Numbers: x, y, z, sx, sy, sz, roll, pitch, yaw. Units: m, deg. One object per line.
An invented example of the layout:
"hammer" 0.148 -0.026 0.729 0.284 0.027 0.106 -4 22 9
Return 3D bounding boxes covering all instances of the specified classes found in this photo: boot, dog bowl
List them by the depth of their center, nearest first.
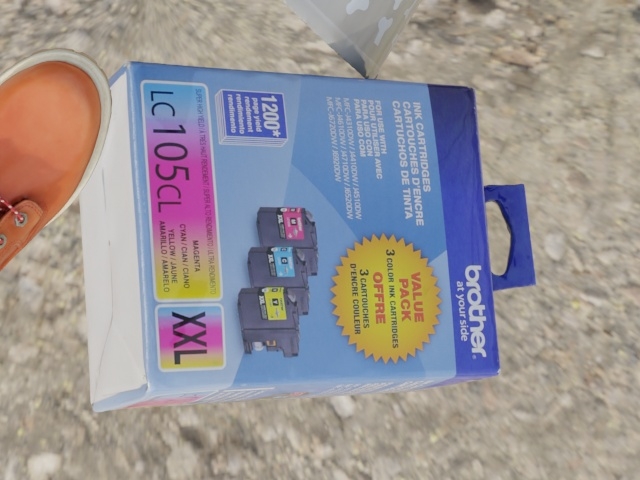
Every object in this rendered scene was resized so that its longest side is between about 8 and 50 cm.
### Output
"boot" -0.142 -0.009 0.562 0.059 0.084 0.158 37 97 -14
"dog bowl" -0.044 -0.301 1.259 0.349 0.349 0.102 43 96 -13

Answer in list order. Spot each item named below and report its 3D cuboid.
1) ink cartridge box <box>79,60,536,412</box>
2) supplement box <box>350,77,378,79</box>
"ink cartridge box" 0.000 0.000 1.189 0.395 0.151 0.270 0 80 -30
"supplement box" 0.054 -0.121 1.457 0.036 0.062 0.098 -1 106 -27
